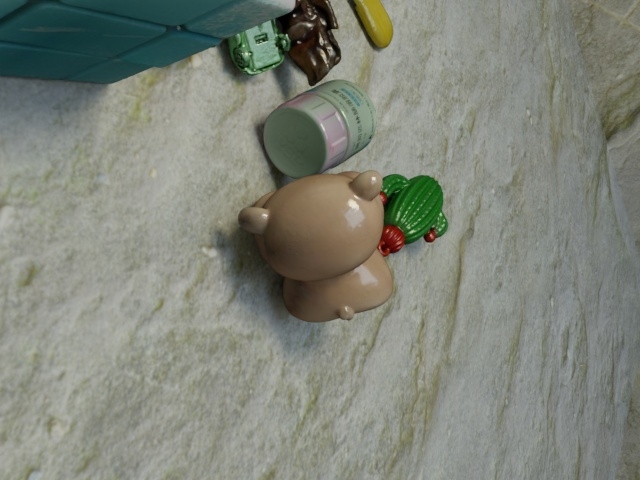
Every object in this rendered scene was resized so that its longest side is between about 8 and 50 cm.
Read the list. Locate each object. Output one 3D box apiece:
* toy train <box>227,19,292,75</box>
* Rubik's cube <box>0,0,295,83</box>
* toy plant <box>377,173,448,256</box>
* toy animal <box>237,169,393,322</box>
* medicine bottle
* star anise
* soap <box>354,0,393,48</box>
[{"bbox_3d":[-0.112,-0.333,1.089,0.099,0.081,0.149,-28,119,-22],"label":"toy train"},{"bbox_3d":[-0.255,-0.352,0.696,0.321,0.315,0.319,-10,90,-56],"label":"Rubik's cube"},{"bbox_3d":[0.166,-0.059,1.407,0.240,0.088,0.155,-14,82,-43],"label":"toy plant"},{"bbox_3d":[0.004,0.015,1.074,0.229,0.209,0.221,-128,-158,-89],"label":"toy animal"},{"bbox_3d":[0.000,-0.182,1.163,0.168,0.135,0.135,-38,113,-49],"label":"medicine bottle"},{"bbox_3d":[-0.019,-0.376,1.194,0.220,0.098,0.214,61,27,-26],"label":"star anise"},{"bbox_3d":[0.102,-0.470,1.449,0.168,0.033,0.089,57,40,-29],"label":"soap"}]
